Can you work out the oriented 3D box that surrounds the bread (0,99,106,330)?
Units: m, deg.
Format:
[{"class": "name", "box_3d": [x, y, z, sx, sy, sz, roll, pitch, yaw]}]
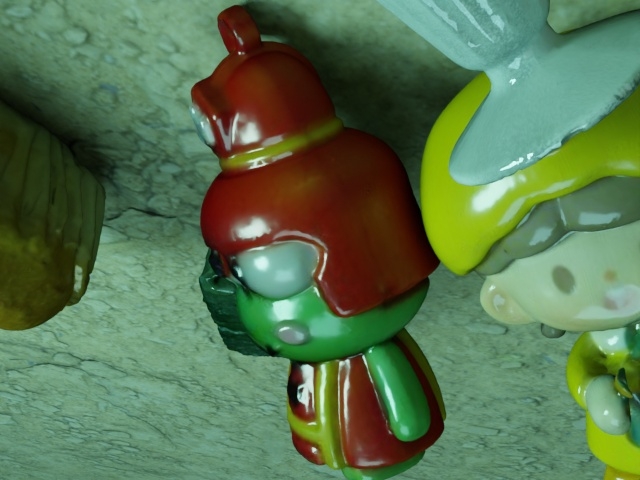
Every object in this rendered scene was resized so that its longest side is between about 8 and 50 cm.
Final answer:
[{"class": "bread", "box_3d": [-0.372, -0.057, 0.666, 0.389, 0.183, 0.236, 26, 148, -25]}]

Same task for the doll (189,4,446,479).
[{"class": "doll", "box_3d": [-0.001, 0.001, 0.601, 0.363, 0.160, 0.183, 68, 164, -15]}]

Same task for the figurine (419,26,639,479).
[{"class": "figurine", "box_3d": [0.195, 0.033, 0.529, 0.215, 0.343, 0.187, -17, -174, 17]}]

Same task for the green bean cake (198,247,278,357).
[{"class": "green bean cake", "box_3d": [-0.011, 0.052, 0.813, 0.194, 0.107, 0.208, 4, 150, 5]}]

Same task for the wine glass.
[{"class": "wine glass", "box_3d": [0.057, -0.140, 0.378, 0.196, 0.165, 0.165, 46, 137, -17]}]
